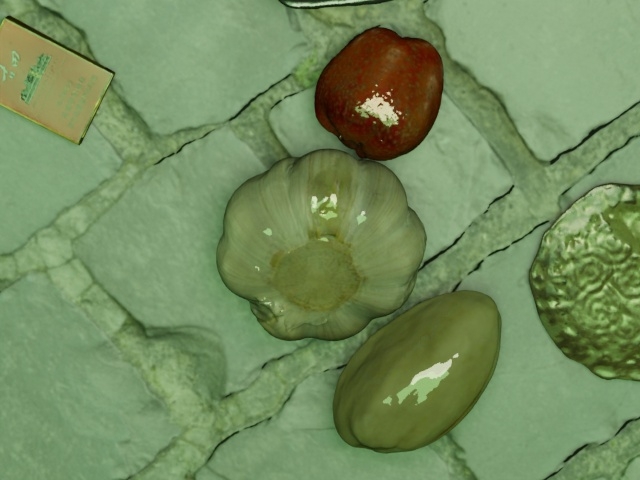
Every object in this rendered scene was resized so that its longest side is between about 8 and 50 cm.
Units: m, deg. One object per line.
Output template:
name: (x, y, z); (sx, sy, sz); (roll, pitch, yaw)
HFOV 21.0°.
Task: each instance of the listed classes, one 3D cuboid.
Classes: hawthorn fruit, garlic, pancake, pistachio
hawthorn fruit: (0.064, -0.156, 1.817); (0.133, 0.133, 0.138); (31, 86, -7)
garlic: (0.004, 0.000, 1.837); (0.228, 0.152, 0.228); (-2, 128, -3)
pancake: (0.340, 0.048, 1.908); (0.212, 0.029, 0.235); (-15, 103, 5)
pistachio: (0.110, 0.145, 1.891); (0.226, 0.136, 0.136); (-44, 99, 4)

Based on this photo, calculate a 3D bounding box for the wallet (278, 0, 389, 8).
wallet: (0.020, -0.429, 1.773); (0.197, 0.051, 0.377); (-6, 96, 1)

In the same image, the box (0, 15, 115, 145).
box: (-0.299, -0.172, 1.865); (0.133, 0.023, 0.090); (28, 100, -6)
